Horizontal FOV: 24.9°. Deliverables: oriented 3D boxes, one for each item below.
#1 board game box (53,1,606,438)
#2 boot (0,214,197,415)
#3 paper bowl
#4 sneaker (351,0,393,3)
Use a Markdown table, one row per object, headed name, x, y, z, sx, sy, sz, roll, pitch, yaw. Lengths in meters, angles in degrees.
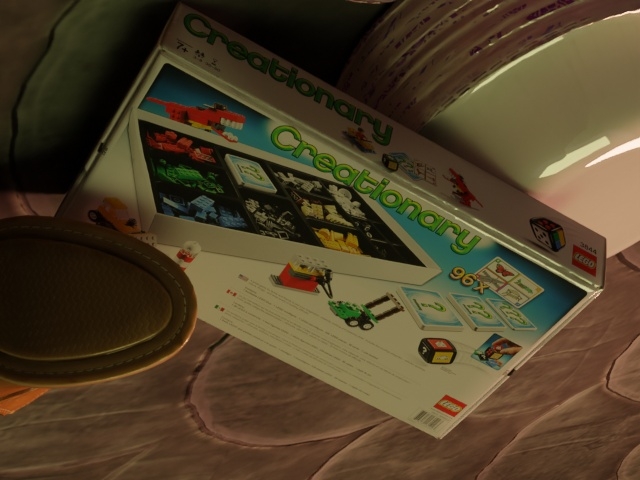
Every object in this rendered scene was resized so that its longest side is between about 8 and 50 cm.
| name | x | y | z | sx | sy | sz | roll | pitch | yaw |
| --- | --- | --- | --- | --- | --- | --- | --- | --- | --- |
| board game box | 0.000 | 0.000 | 0.918 | 0.305 | 0.053 | 0.193 | 28 | 133 | -12 |
| boot | -0.196 | 0.073 | 0.967 | 0.284 | 0.109 | 0.220 | -11 | 162 | 9 |
| paper bowl | 0.161 | -0.078 | 0.993 | 0.284 | 0.148 | 0.284 | -20 | 153 | -11 |
| sneaker | -0.022 | -0.169 | 0.711 | 0.299 | 0.112 | 0.121 | -12 | 152 | -22 |
